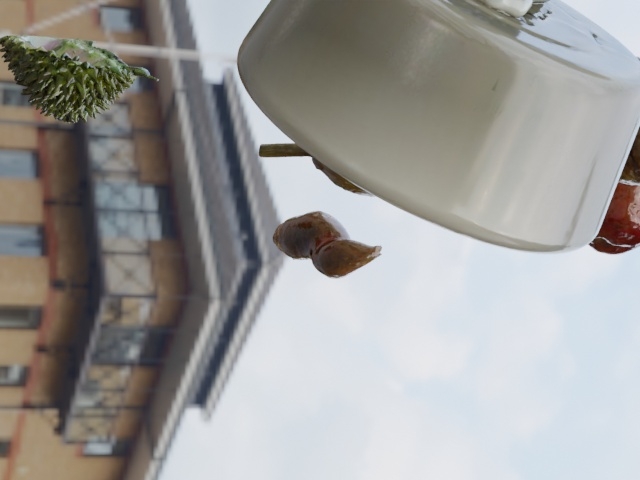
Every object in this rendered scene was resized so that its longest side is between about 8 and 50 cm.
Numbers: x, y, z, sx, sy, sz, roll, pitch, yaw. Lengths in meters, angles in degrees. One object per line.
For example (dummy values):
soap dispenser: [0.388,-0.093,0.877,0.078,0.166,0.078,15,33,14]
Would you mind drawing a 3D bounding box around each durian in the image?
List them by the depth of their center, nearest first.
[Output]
durian: [-0.286,-0.178,1.569,0.220,0.137,0.095,15,-75,55]

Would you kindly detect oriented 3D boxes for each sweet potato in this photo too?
sweet potato: [-0.002,0.001,1.453,0.202,0.055,0.058,21,-51,64]

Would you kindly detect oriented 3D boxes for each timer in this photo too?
timer: [0.096,-0.150,0.569,0.266,0.175,0.175,-63,-152,21]

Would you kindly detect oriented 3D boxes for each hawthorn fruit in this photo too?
hawthorn fruit: [0.318,-0.055,1.493,0.133,0.133,0.138,174,-69,-70]

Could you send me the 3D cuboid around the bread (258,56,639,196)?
bread: [0.120,-0.080,1.097,0.124,0.344,0.084,-77,159,-51]
